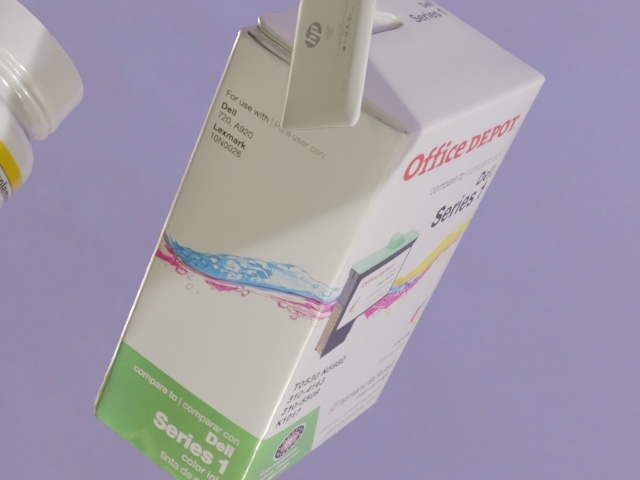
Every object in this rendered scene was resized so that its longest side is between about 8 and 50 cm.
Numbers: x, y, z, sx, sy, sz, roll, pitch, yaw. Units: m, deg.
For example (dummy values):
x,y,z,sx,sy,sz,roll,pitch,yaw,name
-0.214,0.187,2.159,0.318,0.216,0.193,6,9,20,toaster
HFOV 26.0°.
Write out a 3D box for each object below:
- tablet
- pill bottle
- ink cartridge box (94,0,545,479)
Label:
x,y,z,sx,sy,sz,roll,pitch,yaw,name
0.004,-0.089,0.601,0.054,0.006,0.083,2,-98,53,tablet
-0.237,-0.043,0.770,0.208,0.119,0.119,-50,-152,-19,pill bottle
0.000,0.000,0.854,0.117,0.201,0.278,35,-61,18,ink cartridge box
